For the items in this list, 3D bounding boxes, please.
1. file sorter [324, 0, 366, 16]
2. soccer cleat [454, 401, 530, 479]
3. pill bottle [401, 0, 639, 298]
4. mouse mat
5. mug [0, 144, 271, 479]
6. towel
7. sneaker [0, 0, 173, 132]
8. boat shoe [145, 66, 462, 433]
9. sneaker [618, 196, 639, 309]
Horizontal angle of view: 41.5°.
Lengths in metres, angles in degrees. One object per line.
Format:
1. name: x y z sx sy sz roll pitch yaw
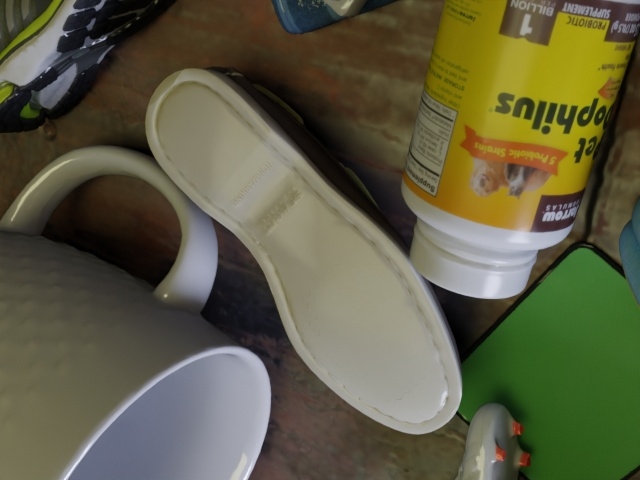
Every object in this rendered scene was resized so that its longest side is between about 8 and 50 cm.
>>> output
1. file sorter: -0.059 -0.303 0.509 0.277 0.173 0.193 48 121 15
2. soccer cleat: 0.122 0.214 0.674 0.076 0.068 0.196 10 118 33
3. pill bottle: 0.121 -0.075 0.542 0.117 0.117 0.215 22 117 22
4. mouse mat: 0.192 0.110 0.635 0.152 0.007 0.189 43 122 10
5. mug: -0.232 0.094 0.741 0.328 0.276 0.374 28 89 26
6. towel: 0.015 -0.195 0.612 0.119 0.029 0.067 -11 102 32
7. sneaker: -0.217 -0.210 0.696 0.300 0.111 0.121 -34 85 32
8. boat shoe: 0.000 0.000 0.651 0.116 0.097 0.324 -43 85 22
9. sneaker: 0.311 0.038 0.457 0.319 0.127 0.208 44 126 32
